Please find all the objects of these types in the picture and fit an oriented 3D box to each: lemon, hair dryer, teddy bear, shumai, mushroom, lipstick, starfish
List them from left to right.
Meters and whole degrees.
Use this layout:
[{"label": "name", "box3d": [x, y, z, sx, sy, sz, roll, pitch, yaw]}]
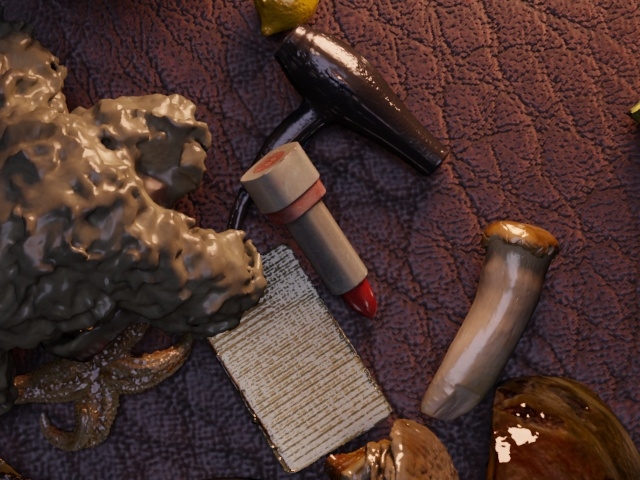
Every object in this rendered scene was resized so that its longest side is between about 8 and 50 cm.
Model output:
[{"label": "teddy bear", "box3d": [-0.267, -0.048, 1.417, 0.357, 0.224, 0.367, -24, 55, 7]}, {"label": "starfish", "box3d": [-0.221, 0.119, 1.460, 0.210, 0.053, 0.150, -18, 78, -1]}, {"label": "lemon", "box3d": [-0.034, -0.239, 1.505, 0.065, 0.065, 0.092, 22, 76, 3]}, {"label": "hair dryer", "box3d": [-0.009, -0.078, 1.495, 0.195, 0.075, 0.219, 41, 94, -4]}, {"label": "lipstick", "box3d": [-0.001, 0.000, 1.463, 0.063, 0.057, 0.186, -43, 110, -29]}, {"label": "shumai", "box3d": [0.064, 0.237, 1.421, 0.116, 0.145, 0.145, -21, 82, 21]}, {"label": "mushroom", "box3d": [0.159, 0.078, 1.458, 0.071, 0.084, 0.209, 23, 85, 24]}]

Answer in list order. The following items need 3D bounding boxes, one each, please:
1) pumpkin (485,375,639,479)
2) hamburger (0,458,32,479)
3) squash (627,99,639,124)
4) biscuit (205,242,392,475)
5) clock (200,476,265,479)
[{"label": "pumpkin", "box3d": [0.224, 0.282, 1.396, 0.169, 0.148, 0.312, 9, 86, 5]}, {"label": "hamburger", "box3d": [-0.308, 0.289, 1.414, 0.189, 0.093, 0.164, 28, 83, 5]}, {"label": "squash", "box3d": [0.395, -0.088, 1.479, 0.095, 0.095, 0.188, -43, 88, -6]}, {"label": "biscuit", "box3d": [-0.032, 0.113, 1.468, 0.121, 0.040, 0.199, -30, 84, -8]}, {"label": "clock", "box3d": [-0.083, 0.358, 1.426, 0.281, 0.055, 0.280, 0, 82, -1]}]
